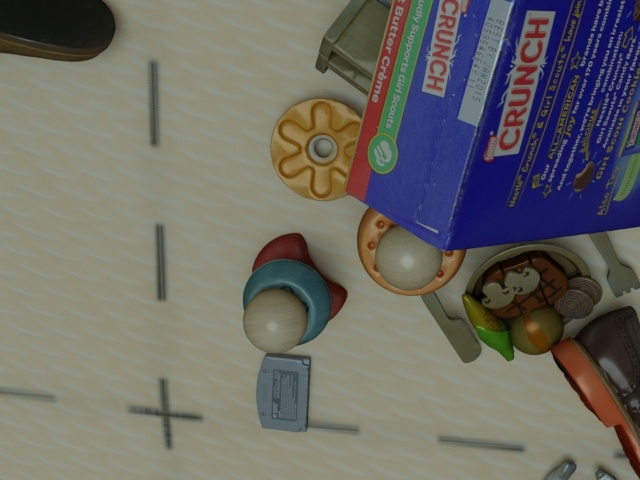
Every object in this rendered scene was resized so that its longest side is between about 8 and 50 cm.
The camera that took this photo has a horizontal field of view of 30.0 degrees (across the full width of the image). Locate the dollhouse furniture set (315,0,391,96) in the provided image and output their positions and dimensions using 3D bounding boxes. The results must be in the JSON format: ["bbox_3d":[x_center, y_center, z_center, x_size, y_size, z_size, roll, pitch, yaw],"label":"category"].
[{"bbox_3d":[0.103,-0.203,1.079,0.129,0.129,0.184,36,84,-1],"label":"dollhouse furniture set"}]

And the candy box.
[{"bbox_3d":[0.188,-0.143,0.962,0.122,0.317,0.268,29,112,36],"label":"candy box"}]

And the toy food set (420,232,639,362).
[{"bbox_3d":[0.202,0.058,1.141,0.192,0.038,0.132,-26,127,16],"label":"toy food set"}]

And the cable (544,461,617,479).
[{"bbox_3d":[0.266,0.387,1.223,0.257,0.089,0.257,42,108,-4],"label":"cable"}]

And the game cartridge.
[{"bbox_3d":[-0.039,0.159,1.249,0.056,0.017,0.083,5,107,5],"label":"game cartridge"}]

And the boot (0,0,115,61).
[{"bbox_3d":[-0.348,-0.220,1.168,0.305,0.112,0.115,15,138,1],"label":"boot"}]

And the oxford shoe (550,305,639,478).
[{"bbox_3d":[0.337,0.185,1.153,0.098,0.097,0.271,-37,104,2],"label":"oxford shoe"}]

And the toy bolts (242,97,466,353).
[{"bbox_3d":[0.000,0.000,1.120,0.218,0.158,0.228,46,108,-5],"label":"toy bolts"}]
